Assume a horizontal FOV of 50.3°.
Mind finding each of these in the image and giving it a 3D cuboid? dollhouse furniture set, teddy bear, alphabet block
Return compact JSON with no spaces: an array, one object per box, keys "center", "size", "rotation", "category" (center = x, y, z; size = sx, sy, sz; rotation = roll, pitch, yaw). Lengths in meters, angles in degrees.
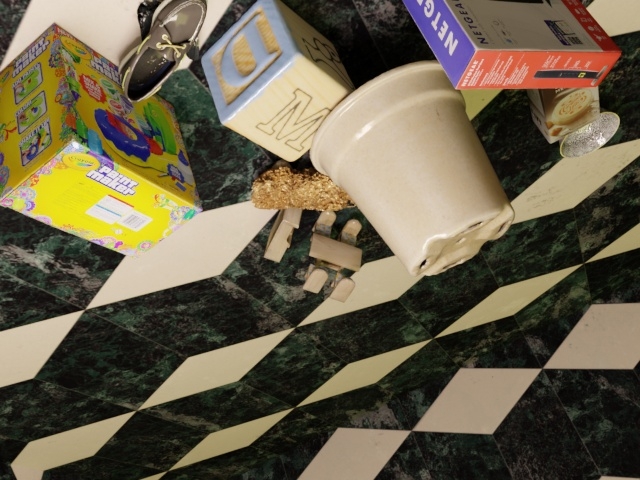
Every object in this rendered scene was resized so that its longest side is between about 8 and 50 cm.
[{"center":[0.000,0.000,1.746],"size":[0.242,0.212,0.161],"rotation":[19,137,-10],"category":"dollhouse furniture set"},{"center":[0.010,-0.129,1.577],"size":[0.338,0.113,0.245],"rotation":[5,-169,21],"category":"teddy bear"},{"center":[-0.075,-0.298,1.274],"size":[0.193,0.192,0.197],"rotation":[-36,144,24],"category":"alphabet block"}]

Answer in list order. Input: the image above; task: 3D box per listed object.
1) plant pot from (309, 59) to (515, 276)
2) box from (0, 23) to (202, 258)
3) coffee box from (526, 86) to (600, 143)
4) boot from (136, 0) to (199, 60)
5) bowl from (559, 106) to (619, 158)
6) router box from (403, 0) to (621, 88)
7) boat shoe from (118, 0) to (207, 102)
[{"center":[0.193,-0.112,1.295],"size":[0.333,0.305,0.334],"rotation":[-24,158,-10],"category":"plant pot"},{"center":[-0.393,-0.162,1.197],"size":[0.177,0.279,0.290],"rotation":[-34,147,18],"category":"box"},{"center":[0.586,-0.363,1.655],"size":[0.141,0.098,0.246],"rotation":[-29,147,10],"category":"coffee box"},{"center":[-0.265,-0.365,1.195],"size":[0.099,0.045,0.121],"rotation":[-12,143,-16],"category":"boot"},{"center":[0.701,-0.306,1.827],"size":[0.170,0.080,0.170],"rotation":[-15,147,-10],"category":"bowl"},{"center":[0.311,-0.408,1.202],"size":[0.301,0.335,0.082],"rotation":[-6,146,-23],"category":"router box"},{"center":[-0.263,-0.325,1.155],"size":[0.081,0.069,0.227],"rotation":[21,130,-39],"category":"boat shoe"}]
